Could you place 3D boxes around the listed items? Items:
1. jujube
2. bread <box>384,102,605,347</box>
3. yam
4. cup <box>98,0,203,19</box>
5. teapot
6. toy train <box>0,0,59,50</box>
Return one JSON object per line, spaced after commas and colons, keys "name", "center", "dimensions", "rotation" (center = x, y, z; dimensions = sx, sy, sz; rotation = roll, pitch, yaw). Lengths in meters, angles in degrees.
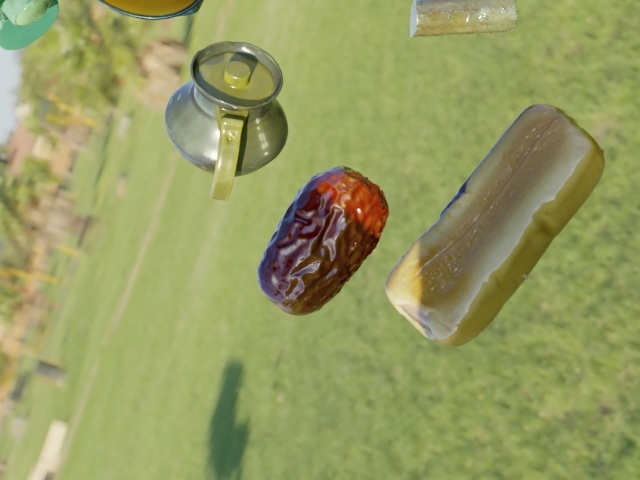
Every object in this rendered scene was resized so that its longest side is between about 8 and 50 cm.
{"name": "jujube", "center": [0.000, 0.000, 1.702], "dimensions": [0.176, 0.112, 0.109], "rotation": [-54, 33, -1]}
{"name": "bread", "center": [0.209, -0.014, 1.779], "dimensions": [0.305, 0.142, 0.091], "rotation": [-51, -34, -2]}
{"name": "yam", "center": [0.177, -0.281, 1.904], "dimensions": [0.054, 0.132, 0.054], "rotation": [175, 90, -87]}
{"name": "cup", "center": [-0.142, -0.263, 1.288], "dimensions": [0.150, 0.113, 0.138], "rotation": [107, 171, -50]}
{"name": "teapot", "center": [-0.094, -0.121, 1.570], "dimensions": [0.119, 0.130, 0.165], "rotation": [107, 168, -48]}
{"name": "toy train", "center": [-0.318, -0.276, 1.339], "dimensions": [0.101, 0.248, 0.159], "rotation": [-37, -8, -10]}
